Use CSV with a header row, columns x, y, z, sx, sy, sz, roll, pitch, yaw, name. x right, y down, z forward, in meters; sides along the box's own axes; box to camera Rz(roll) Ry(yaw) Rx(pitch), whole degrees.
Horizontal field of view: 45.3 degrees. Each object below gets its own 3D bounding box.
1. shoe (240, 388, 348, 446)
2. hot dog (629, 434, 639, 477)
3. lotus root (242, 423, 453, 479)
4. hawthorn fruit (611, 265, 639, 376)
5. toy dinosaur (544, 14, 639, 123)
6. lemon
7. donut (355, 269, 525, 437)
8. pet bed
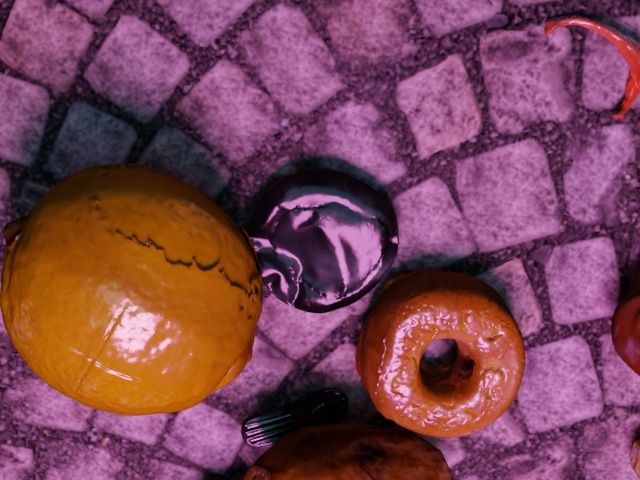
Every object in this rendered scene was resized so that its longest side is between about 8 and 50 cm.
x,y,z,sx,sy,sz,roll,pitch,yaw,name
-0.036,0.257,1.063,0.159,0.053,0.062,-19,102,7,shoe
0.576,0.296,1.077,0.289,0.068,0.083,0,129,-5,hot dog
0.026,0.314,0.981,0.291,0.193,0.193,2,109,-36,lotus root
0.497,0.128,0.973,0.199,0.199,0.251,-43,112,10,hawthorn fruit
0.399,-0.193,0.945,0.280,0.055,0.101,19,95,-5,toy dinosaur
-0.212,0.057,0.886,0.297,0.297,0.297,0,106,-1,lemon
0.156,0.149,1.004,0.227,0.114,0.226,-1,105,-2,donut
0.000,0.000,0.991,0.201,0.053,0.201,-1,105,-2,pet bed
